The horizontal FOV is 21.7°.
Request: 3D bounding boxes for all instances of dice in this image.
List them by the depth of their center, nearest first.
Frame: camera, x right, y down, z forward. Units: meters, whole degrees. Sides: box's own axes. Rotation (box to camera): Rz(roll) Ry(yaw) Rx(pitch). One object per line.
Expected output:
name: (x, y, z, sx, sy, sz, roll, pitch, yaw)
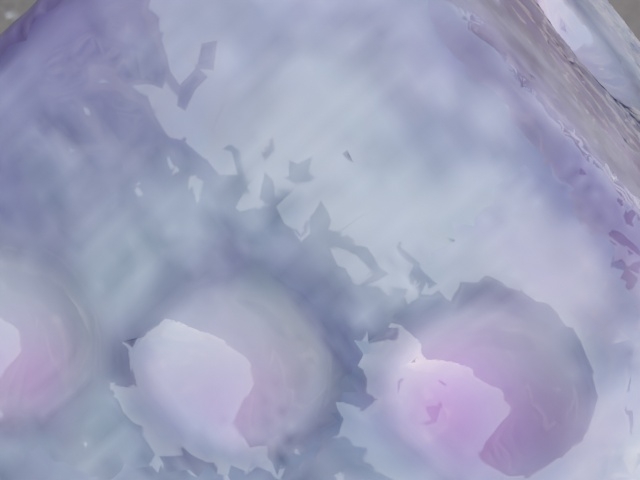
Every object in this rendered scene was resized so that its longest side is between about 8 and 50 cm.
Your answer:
dice: (0.000, 0.000, 0.676, 0.270, 0.271, 0.270, 49, 20, -4)
